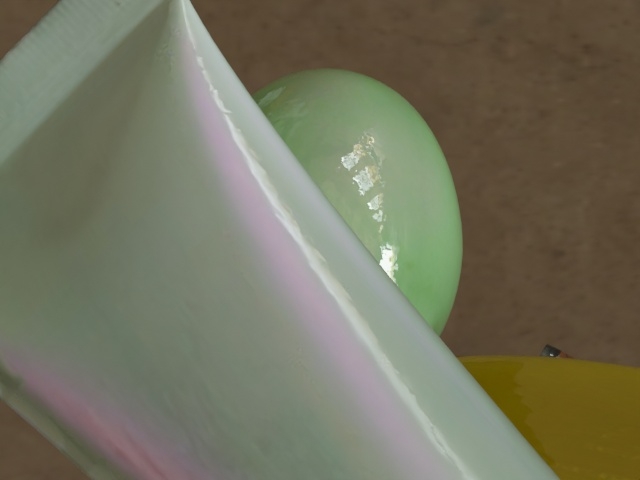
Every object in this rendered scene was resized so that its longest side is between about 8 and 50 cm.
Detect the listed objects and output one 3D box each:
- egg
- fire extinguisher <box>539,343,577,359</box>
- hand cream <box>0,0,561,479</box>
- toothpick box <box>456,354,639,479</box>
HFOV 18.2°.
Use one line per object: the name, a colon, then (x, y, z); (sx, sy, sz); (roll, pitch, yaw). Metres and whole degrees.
egg: (0.000, 0.000, 1.550); (0.220, 0.220, 0.270); (0, 85, 31)
fire extinguisher: (0.195, 0.102, 1.438); (0.083, 0.028, 0.022); (28, 72, 12)
hand cream: (0.012, 0.049, 0.335); (0.078, 0.050, 0.205); (-42, 94, 18)
toothpick box: (0.053, 0.179, 0.482); (0.175, 0.175, 0.271); (16, 108, 29)
